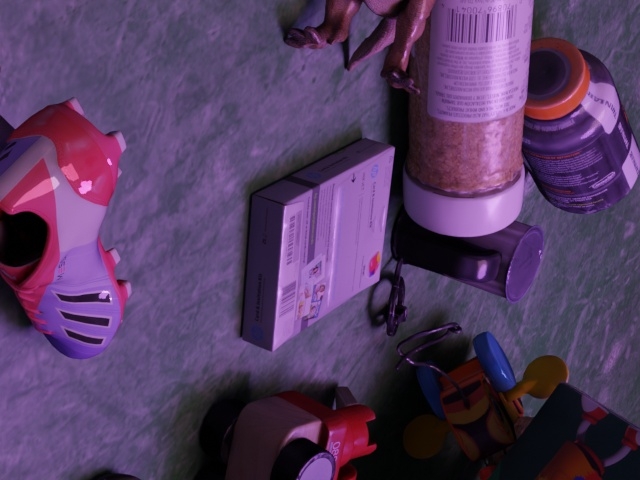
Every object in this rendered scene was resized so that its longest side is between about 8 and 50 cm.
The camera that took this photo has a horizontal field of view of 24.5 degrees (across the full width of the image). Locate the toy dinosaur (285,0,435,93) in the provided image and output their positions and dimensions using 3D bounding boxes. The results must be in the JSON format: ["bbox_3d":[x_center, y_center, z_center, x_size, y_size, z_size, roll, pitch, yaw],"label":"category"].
[{"bbox_3d":[0.057,-0.252,1.203,0.295,0.127,0.200,68,41,-59],"label":"toy dinosaur"}]

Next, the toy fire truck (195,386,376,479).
[{"bbox_3d":[-0.011,0.235,1.389,0.246,0.158,0.217,-8,115,-48],"label":"toy fire truck"}]

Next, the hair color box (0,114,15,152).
[{"bbox_3d":[-0.239,-0.070,0.862,0.072,0.043,0.141,-63,151,-16],"label":"hair color box"}]

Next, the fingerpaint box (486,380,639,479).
[{"bbox_3d":[0.251,0.414,1.633,0.371,0.163,0.445,-51,149,-11],"label":"fingerpaint box"}]

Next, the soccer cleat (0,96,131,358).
[{"bbox_3d":[-0.177,0.011,0.951,0.095,0.083,0.248,-42,161,-32],"label":"soccer cleat"}]

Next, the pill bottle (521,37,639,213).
[{"bbox_3d":[0.278,-0.133,1.659,0.130,0.130,0.245,-64,152,-12],"label":"pill bottle"}]

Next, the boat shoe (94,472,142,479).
[{"bbox_3d":[-0.196,0.324,1.110,0.324,0.120,0.122,-56,149,-26],"label":"boat shoe"}]

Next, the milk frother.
[{"bbox_3d":[0.139,0.039,1.514,0.129,0.135,0.143,-37,138,-46],"label":"milk frother"}]

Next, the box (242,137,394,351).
[{"bbox_3d":[0.000,0.000,1.344,0.186,0.038,0.145,-30,133,-50],"label":"box"}]

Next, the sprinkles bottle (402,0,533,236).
[{"bbox_3d":[0.140,-0.179,1.391,0.121,0.121,0.355,-41,140,-43],"label":"sprinkles bottle"}]

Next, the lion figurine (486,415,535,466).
[{"bbox_3d":[0.182,0.384,1.815,0.392,0.142,0.240,-28,127,-49],"label":"lion figurine"}]

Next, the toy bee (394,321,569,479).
[{"bbox_3d":[0.168,0.194,1.640,0.195,0.162,0.298,-34,161,34],"label":"toy bee"}]
